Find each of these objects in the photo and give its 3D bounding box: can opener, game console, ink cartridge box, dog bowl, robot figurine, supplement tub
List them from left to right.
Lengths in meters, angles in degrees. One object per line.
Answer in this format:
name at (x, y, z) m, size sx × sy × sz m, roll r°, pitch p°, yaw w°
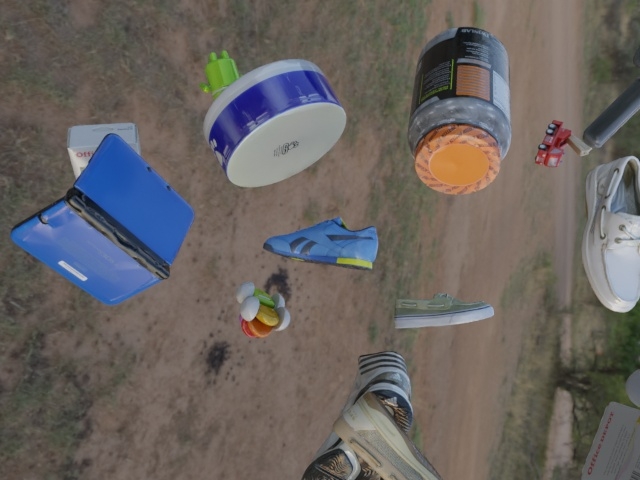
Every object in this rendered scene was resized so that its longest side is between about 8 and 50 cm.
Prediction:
ink cartridge box at (-0.508, -0.169, 1.381) m, size 0.093 × 0.154 × 0.212 m, roll -111°, pitch -160°, yaw -44°
game console at (-0.452, -0.035, 1.233) m, size 0.293 × 0.250 × 0.173 m, roll 51°, pitch 18°, yaw -43°
robot figurine at (-0.200, -0.332, 1.188) m, size 0.101 × 0.067 × 0.115 m, roll -17°, pitch 90°, yaw -21°
dog bowl at (-0.086, -0.220, 1.111) m, size 0.104 × 0.265 × 0.265 m, roll 61°, pitch 20°, yaw 16°
supplement tub at (0.273, -0.255, 1.121) m, size 0.193 × 0.194 × 0.316 m, roll 67°, pitch 29°, yaw -47°
can opener at (0.660, -0.321, 1.210) m, size 0.280 × 0.093 × 0.074 m, roll -52°, pitch 158°, yaw 12°
ink cartridge box at (0.776, 0.529, 1.340) m, size 0.306 × 0.131 × 0.226 m, roll 101°, pitch 14°, yaw -84°

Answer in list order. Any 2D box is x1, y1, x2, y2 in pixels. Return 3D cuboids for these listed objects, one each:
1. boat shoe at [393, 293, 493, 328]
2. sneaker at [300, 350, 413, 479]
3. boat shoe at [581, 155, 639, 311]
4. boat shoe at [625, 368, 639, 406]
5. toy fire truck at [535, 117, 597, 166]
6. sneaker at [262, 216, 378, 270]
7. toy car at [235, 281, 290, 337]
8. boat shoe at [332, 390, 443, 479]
boat shoe at (0.353, 0.203, 1.688) m, size 0.109 × 0.302 × 0.094 m, roll 8°, pitch 74°, yaw -63°
sneaker at (0.104, 0.456, 1.395) m, size 0.447 × 0.169 × 0.257 m, roll -63°, pitch 180°, yaw 27°
boat shoe at (0.518, -0.019, 0.983) m, size 0.096 × 0.098 × 0.277 m, roll 132°, pitch -35°, yaw -66°
boat shoe at (0.916, 0.348, 1.455) m, size 0.301 × 0.102 × 0.108 m, roll 115°, pitch -37°, yaw -53°
toy fire truck at (0.643, -0.251, 1.464) m, size 0.192 × 0.135 × 0.047 m, roll -55°, pitch 154°, yaw -31°
sneaker at (0.000, 0.000, 0.974) m, size 0.069 × 0.209 × 0.082 m, roll 19°, pitch 78°, yaw -62°
toy car at (-0.192, 0.225, 1.751) m, size 0.159 × 0.182 × 0.136 m, roll 25°, pitch 109°, yaw -29°
boat shoe at (0.158, 0.448, 1.077) m, size 0.110 × 0.341 × 0.121 m, roll -38°, pitch 178°, yaw -3°
